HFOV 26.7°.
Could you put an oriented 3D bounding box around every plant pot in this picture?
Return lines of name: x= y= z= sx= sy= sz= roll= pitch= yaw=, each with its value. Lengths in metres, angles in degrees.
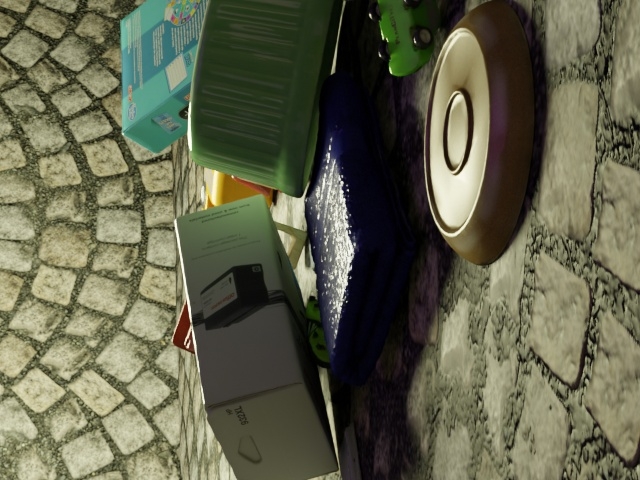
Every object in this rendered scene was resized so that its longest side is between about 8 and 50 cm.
plant pot: x=0.133 y=-0.096 z=1.200 sx=0.236 sy=0.032 sz=0.236 roll=-177 pitch=90 yaw=-78

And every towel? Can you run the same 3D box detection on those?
towel: x=0.041 y=-0.017 z=1.532 sx=0.308 sy=0.076 sz=0.228 roll=-99 pitch=13 yaw=-47

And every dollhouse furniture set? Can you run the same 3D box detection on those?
dollhouse furniture set: x=-0.087 y=0.014 z=2.025 sx=0.201 sy=0.152 sz=0.374 roll=173 pitch=116 yaw=-78

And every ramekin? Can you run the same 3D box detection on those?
ramekin: x=-0.067 y=-0.214 z=1.679 sx=0.303 sy=0.148 sz=0.304 roll=11 pitch=-90 yaw=-88

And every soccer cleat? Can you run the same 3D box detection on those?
soccer cleat: x=0.011 y=0.128 z=1.682 sx=0.179 sy=0.060 sz=0.072 roll=-103 pitch=8 yaw=-70

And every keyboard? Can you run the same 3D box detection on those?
keyboard: x=0.045 y=0.341 z=1.587 sx=0.072 sy=0.014 sz=0.256 roll=99 pitch=167 yaw=-50

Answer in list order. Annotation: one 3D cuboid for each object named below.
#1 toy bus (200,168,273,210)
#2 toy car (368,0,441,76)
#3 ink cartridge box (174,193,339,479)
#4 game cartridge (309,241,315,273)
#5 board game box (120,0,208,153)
toy bus: x=-0.127 y=-0.165 z=2.234 sx=0.130 sy=0.108 sz=0.333 roll=-119 pitch=33 yaw=-64
toy car: x=0.077 y=-0.276 z=1.356 sx=0.239 sy=0.053 sz=0.225 roll=-15 pitch=86 yaw=51
ink cartridge box: x=-0.082 y=0.133 z=1.726 sx=0.223 sy=0.129 sz=0.308 roll=72 pitch=-176 yaw=-50
game cartridge: x=0.000 y=0.000 z=1.835 sx=0.083 sy=0.017 sz=0.056 roll=108 pitch=156 yaw=-51
board game box: x=-0.170 y=-0.324 z=2.095 sx=0.336 sy=0.079 sz=0.254 roll=-31 pitch=48 yaw=29
